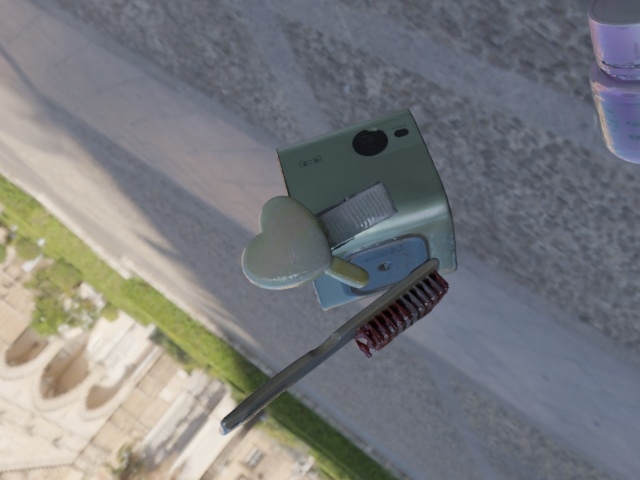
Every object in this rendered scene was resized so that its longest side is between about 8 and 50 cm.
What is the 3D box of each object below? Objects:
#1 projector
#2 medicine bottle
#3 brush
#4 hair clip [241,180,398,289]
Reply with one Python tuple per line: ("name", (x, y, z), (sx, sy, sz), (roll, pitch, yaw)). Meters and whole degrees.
("projector", (0.078, -0.051, 1.506), (0.248, 0.249, 0.248), (72, 180, -54))
("medicine bottle", (0.671, -0.344, 1.752), (0.256, 0.256, 0.324), (25, 147, 51))
("brush", (0.023, 0.129, 0.997), (0.050, 0.321, 0.060), (51, 160, 13))
("hair clip", (0.002, 0.002, 1.139), (0.159, 0.219, 0.071), (58, 165, 12))
